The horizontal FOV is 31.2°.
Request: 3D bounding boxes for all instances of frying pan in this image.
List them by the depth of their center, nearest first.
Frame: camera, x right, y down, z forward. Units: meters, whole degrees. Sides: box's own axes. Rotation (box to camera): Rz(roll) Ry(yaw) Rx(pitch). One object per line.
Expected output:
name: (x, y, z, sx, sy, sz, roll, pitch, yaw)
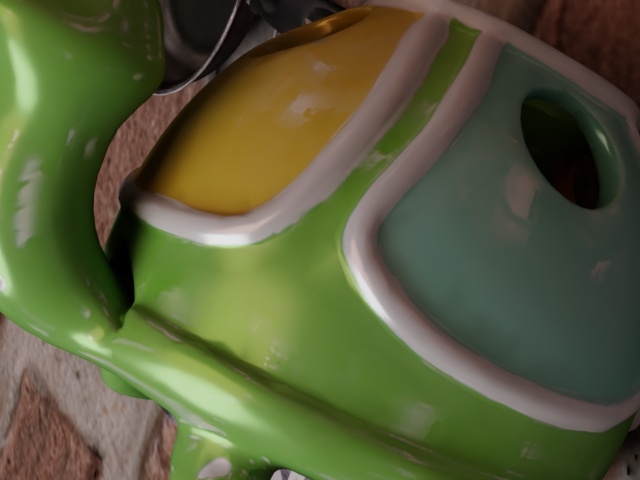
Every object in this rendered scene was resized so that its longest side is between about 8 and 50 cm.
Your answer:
frying pan: (-0.050, -0.191, 0.717, 0.326, 0.053, 0.197, 4, 90, 53)

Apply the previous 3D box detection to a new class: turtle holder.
turtle holder: (0.005, 0.002, 0.521, 0.320, 0.243, 0.227, 26, 92, 0)

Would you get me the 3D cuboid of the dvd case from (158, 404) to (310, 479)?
dvd case: (-0.058, 0.080, 0.786, 0.221, 0.018, 0.164, 40, 119, 38)
